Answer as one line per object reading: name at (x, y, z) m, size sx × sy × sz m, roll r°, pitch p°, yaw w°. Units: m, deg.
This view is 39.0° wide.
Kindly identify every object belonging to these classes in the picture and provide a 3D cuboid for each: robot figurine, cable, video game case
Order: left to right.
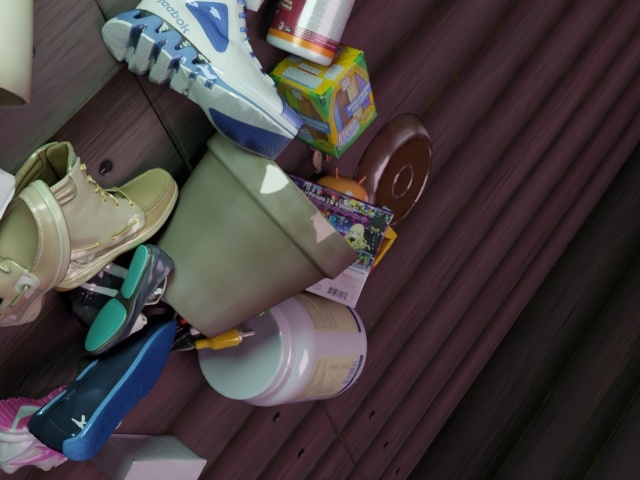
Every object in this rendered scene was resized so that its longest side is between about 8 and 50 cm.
cable at (-0.269, 0.176, 1.640) m, size 0.287 × 0.139 × 0.072 m, roll -28°, pitch 174°, yaw -23°
video game case at (0.000, 0.000, 1.808) m, size 0.042 × 0.232 × 0.210 m, roll -101°, pitch -149°, yaw -77°
robot figurine at (0.022, -0.043, 1.885) m, size 0.128 × 0.158 × 0.219 m, roll -54°, pitch 167°, yaw -79°

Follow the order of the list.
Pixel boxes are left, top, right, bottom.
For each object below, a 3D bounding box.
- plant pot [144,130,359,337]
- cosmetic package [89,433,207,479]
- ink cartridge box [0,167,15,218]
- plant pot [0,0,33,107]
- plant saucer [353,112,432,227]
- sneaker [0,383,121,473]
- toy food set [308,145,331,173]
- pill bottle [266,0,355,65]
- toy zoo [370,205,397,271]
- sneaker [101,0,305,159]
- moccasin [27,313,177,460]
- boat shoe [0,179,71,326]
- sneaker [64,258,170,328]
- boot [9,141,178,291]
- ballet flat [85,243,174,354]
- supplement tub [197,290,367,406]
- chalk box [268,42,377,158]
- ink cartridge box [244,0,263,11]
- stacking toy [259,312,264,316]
plant pot at (-0.145, 0.002, 1.528) m, size 0.280 × 0.323 × 0.323 m, roll -42°, pitch 149°, yaw 0°
cosmetic package at (-0.331, 0.425, 1.751) m, size 0.239 × 0.099 × 0.060 m, roll 25°, pitch 92°, yaw -60°
ink cartridge box at (-0.524, -0.043, 1.031) m, size 0.207 × 0.117 × 0.283 m, roll -62°, pitch 151°, yaw -1°
plant pot at (-0.403, -0.300, 0.920) m, size 0.256 × 0.256 × 0.274 m, roll 13°, pitch 85°, yaw -60°
plant saucer at (0.178, -0.145, 2.128) m, size 0.310 × 0.050 × 0.310 m, roll -38°, pitch 142°, yaw -37°
sneaker at (-0.440, 0.314, 1.495) m, size 0.252 × 0.103 × 0.111 m, roll 1°, pitch 116°, yaw -50°
toy food set at (0.008, -0.197, 1.842) m, size 0.078 × 0.019 × 0.122 m, roll -49°, pitch 148°, yaw -22°
pill bottle at (-0.001, -0.420, 1.538) m, size 0.121 × 0.121 × 0.221 m, roll 4°, pitch 109°, yaw -59°
toy zoo at (0.072, 0.047, 2.080) m, size 0.293 × 0.030 × 0.192 m, roll -54°, pitch 152°, yaw 9°
sneaker at (-0.138, -0.278, 1.324) m, size 0.182 × 0.315 × 0.127 m, roll -61°, pitch -166°, yaw -24°
moccasin at (-0.346, 0.209, 1.471) m, size 0.342 × 0.117 × 0.137 m, roll -51°, pitch 155°, yaw -61°
boat shoe at (-0.415, 0.034, 1.205) m, size 0.098 × 0.109 × 0.302 m, roll -21°, pitch 161°, yaw -40°
sneaker at (-0.341, 0.098, 1.494) m, size 0.121 × 0.079 × 0.217 m, roll -54°, pitch 145°, yaw -1°
boot at (-0.332, -0.073, 1.342) m, size 0.262 × 0.095 × 0.203 m, roll -41°, pitch 143°, yaw -27°
ballet flat at (-0.291, 0.100, 1.411) m, size 0.203 × 0.074 × 0.074 m, roll -58°, pitch 152°, yaw 11°
supplement tub at (-0.073, 0.213, 1.837) m, size 0.325 × 0.235 × 0.235 m, roll 10°, pitch 105°, yaw -59°
chalk box at (0.011, -0.252, 1.687) m, size 0.132 × 0.132 × 0.213 m, roll -49°, pitch 147°, yaw -23°
ink cartridge box at (-0.058, -0.492, 1.408) m, size 0.181 × 0.056 × 0.224 m, roll 120°, pitch -5°, yaw -58°
stacking toy at (-0.092, 0.010, 1.693) m, size 0.221 × 0.167 × 0.052 m, roll -42°, pitch 169°, yaw -22°
